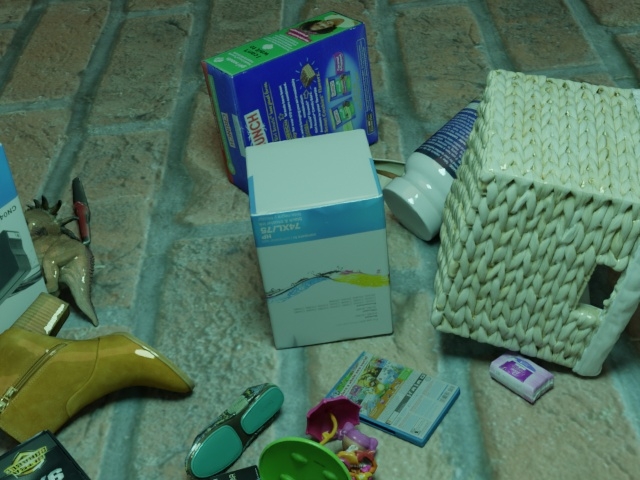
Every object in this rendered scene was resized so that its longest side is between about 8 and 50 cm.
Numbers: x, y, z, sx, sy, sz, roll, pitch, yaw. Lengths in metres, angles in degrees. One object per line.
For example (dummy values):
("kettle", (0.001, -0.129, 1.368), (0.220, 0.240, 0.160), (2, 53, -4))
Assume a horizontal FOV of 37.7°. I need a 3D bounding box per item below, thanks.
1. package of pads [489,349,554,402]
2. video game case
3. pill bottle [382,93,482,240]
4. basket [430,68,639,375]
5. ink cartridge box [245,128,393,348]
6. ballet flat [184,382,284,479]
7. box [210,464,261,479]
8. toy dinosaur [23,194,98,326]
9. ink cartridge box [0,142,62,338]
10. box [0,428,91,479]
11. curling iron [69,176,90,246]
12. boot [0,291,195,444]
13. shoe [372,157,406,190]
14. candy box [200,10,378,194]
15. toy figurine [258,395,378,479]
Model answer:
("package of pads", (0.294, 0.198, 1.371), (0.050, 0.032, 0.083), (-28, 42, -31))
("video game case", (0.104, 0.229, 1.373), (0.166, 0.015, 0.119), (18, 43, 29))
("pill bottle", (0.247, -0.129, 1.677), (0.264, 0.153, 0.153), (-41, 45, -12))
("basket", (0.335, -0.042, 1.398), (0.266, 0.328, 0.331), (14, 39, 2))
("ink cartridge box", (0.000, 0.000, 1.483), (0.197, 0.270, 0.198), (-9, 36, -1))
("ballet flat", (-0.130, 0.270, 1.326), (0.070, 0.070, 0.188), (24, 44, 35))
("box", (-0.106, 0.343, 1.247), (0.067, 0.018, 0.083), (-13, 37, -9))
("toy dinosaur", (-0.465, 0.025, 1.630), (0.295, 0.127, 0.200), (26, 46, 24))
("ink cartridge box", (-0.572, 0.068, 1.377), (0.166, 0.395, 0.285), (19, 43, 27))
("box", (-0.413, 0.367, 1.235), (0.220, 0.051, 0.175), (-29, 42, -28))
("curling iron", (-0.478, -0.053, 1.824), (0.068, 0.035, 0.274), (-10, 37, -5))
("boot", (-0.359, 0.226, 1.391), (0.295, 0.104, 0.211), (26, 66, 5))
("shoe", (0.142, -0.117, 1.797), (0.219, 0.058, 0.076), (16, 42, 27))
("candy box", (-0.052, -0.272, 1.859), (0.317, 0.268, 0.122), (-28, 37, -27))
("toy figurine", (0.026, 0.280, 1.253), (0.173, 0.130, 0.159), (27, 34, 7))
